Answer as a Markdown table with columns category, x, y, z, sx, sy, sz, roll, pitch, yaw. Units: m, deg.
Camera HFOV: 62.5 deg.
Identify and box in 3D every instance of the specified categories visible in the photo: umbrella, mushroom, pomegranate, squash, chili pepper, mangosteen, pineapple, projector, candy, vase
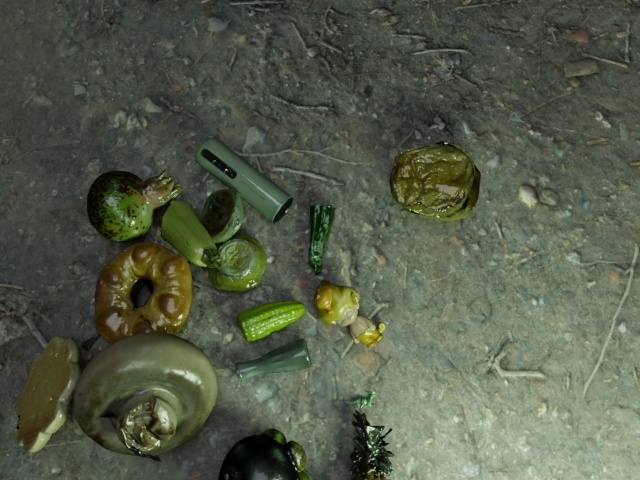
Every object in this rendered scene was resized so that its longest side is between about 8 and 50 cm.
| category | x | y | z | sx | sy | sz | roll | pitch | yaw |
| --- | --- | --- | --- | --- | --- | --- | --- | --- | --- |
| umbrella | -0.686 | 0.300 | 1.577 | 0.083 | 0.020 | 0.031 | -41 | 79 | -18 |
| mushroom | -0.445 | 0.420 | 1.369 | 0.363 | 0.362 | 0.294 | -20 | 33 | -7 |
| pomegranate | -0.572 | -0.114 | 1.620 | 0.277 | 0.204 | 0.221 | -20 | 81 | -26 |
| squash | -0.383 | 0.016 | 1.572 | 0.137 | 0.137 | 0.287 | -34 | 57 | -11 |
| chili pepper | 0.000 | 0.000 | 1.667 | 0.088 | 0.059 | 0.226 | 8 | 76 | -13 |
| mangosteen | -0.147 | 0.624 | 1.400 | 0.243 | 0.243 | 0.242 | 0 | 73 | -1 |
| pineapple | 0.135 | 0.641 | 1.435 | 0.169 | 0.169 | 0.340 | 2 | 62 | -1 |
| projector | -0.245 | -0.195 | 1.692 | 0.337 | 0.108 | 0.108 | 38 | 76 | 9 |
| candy | -0.145 | 0.230 | 1.575 | 0.210 | 0.096 | 0.096 | -18 | 74 | -15 |
| vase | -0.139 | 0.357 | 1.543 | 0.214 | 0.086 | 0.086 | -16 | 74 | -1 |

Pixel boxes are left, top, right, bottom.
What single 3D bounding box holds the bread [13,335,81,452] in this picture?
| category | x | y | z | sx | sy | sz | roll | pitch | yaw |
| --- | --- | --- | --- | --- | --- | --- | --- | --- | --- |
| bread | -0.744 | 0.413 | 1.443 | 0.316 | 0.054 | 0.315 | -24 | 52 | 34 |

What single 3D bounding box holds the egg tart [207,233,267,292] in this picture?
| category | x | y | z | sx | sy | sz | roll | pitch | yaw |
| --- | --- | --- | --- | --- | --- | --- | --- | --- | --- |
| egg tart | -0.262 | 0.063 | 1.629 | 0.197 | 0.078 | 0.197 | 0 | 69 | -1 |

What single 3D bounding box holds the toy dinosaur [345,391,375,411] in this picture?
| category | x | y | z | sx | sy | sz | roll | pitch | yaw |
| --- | --- | --- | --- | --- | --- | --- | --- | --- | --- |
| toy dinosaur | 0.121 | 0.466 | 1.544 | 0.083 | 0.021 | 0.062 | 30 | 67 | 4 |

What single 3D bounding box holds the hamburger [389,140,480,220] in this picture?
| category | x | y | z | sx | sy | sz | roll | pitch | yaw |
| --- | --- | --- | --- | --- | --- | --- | --- | --- | --- |
| hamburger | 0.369 | -0.187 | 1.694 | 0.285 | 0.134 | 0.265 | 11 | 75 | 9 |

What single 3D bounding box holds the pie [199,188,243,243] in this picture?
| category | x | y | z | sx | sy | sz | roll | pitch | yaw |
| --- | --- | --- | --- | --- | --- | --- | --- | --- | --- |
| pie | -0.313 | -0.080 | 1.647 | 0.187 | 0.041 | 0.186 | -14 | 66 | 32 |

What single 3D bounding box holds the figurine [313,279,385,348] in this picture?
| category | x | y | z | sx | sy | sz | roll | pitch | yaw |
| --- | --- | --- | --- | --- | --- | --- | --- | --- | --- |
| figurine | 0.080 | 0.216 | 1.575 | 0.246 | 0.131 | 0.156 | 46 | 117 | -3 |

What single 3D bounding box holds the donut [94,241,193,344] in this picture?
| category | x | y | z | sx | sy | sz | roll | pitch | yaw |
| --- | --- | --- | --- | --- | --- | --- | --- | --- | --- |
| donut | -0.516 | 0.167 | 1.553 | 0.299 | 0.150 | 0.317 | 37 | 76 | 10 |
